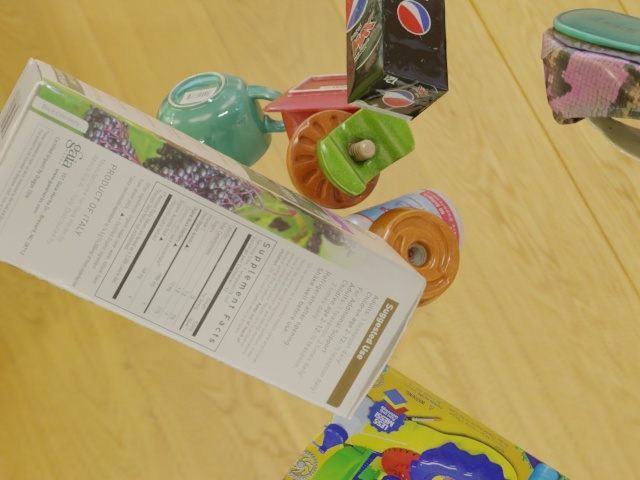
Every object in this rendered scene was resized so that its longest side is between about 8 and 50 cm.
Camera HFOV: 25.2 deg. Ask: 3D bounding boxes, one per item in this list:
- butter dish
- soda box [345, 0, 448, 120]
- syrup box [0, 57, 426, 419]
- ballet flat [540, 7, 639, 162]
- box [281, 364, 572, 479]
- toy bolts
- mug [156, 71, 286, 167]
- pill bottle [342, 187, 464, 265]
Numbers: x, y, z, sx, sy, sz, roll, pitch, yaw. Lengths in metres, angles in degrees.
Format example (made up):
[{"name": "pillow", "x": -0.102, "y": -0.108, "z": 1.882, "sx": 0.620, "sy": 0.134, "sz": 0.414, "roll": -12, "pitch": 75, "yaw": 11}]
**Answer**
[{"name": "butter dish", "x": 0.031, "y": -0.121, "z": 1.598, "sx": 0.160, "sy": 0.160, "sz": 0.118, "roll": -1, "pitch": 105, "yaw": 14}, {"name": "soda box", "x": 0.054, "y": -0.177, "z": 1.052, "sx": 0.053, "sy": 0.060, "sz": 0.169, "roll": -38, "pitch": 46, "yaw": 52}, {"name": "syrup box", "x": -0.070, "y": 0.000, "z": 0.782, "sx": 0.236, "sy": 0.093, "sz": 0.096, "roll": 26, "pitch": 98, "yaw": -19}, {"name": "ballet flat", "x": 0.195, "y": -0.068, "z": 0.711, "sx": 0.221, "sy": 0.077, "sz": 0.079, "roll": 20, "pitch": 124, "yaw": 53}, {"name": "box", "x": 0.102, "y": 0.348, "z": 1.678, "sx": 0.290, "sy": 0.177, "sz": 0.279, "roll": 31, "pitch": 61, "yaw": 15}, {"name": "toy bolts", "x": 0.000, "y": 0.000, "z": 1.439, "sx": 0.228, "sy": 0.158, "sz": 0.218, "roll": -36, "pitch": 97, "yaw": -23}, {"name": "mug", "x": -0.125, "y": -0.154, "z": 1.761, "sx": 0.157, "sy": 0.097, "sz": 0.129, "roll": -35, "pitch": 37, "yaw": -18}, {"name": "pill bottle", "x": 0.064, "y": 0.007, "z": 1.463, "sx": 0.087, "sy": 0.160, "sz": 0.087, "roll": 28, "pitch": 128, "yaw": 43}]
